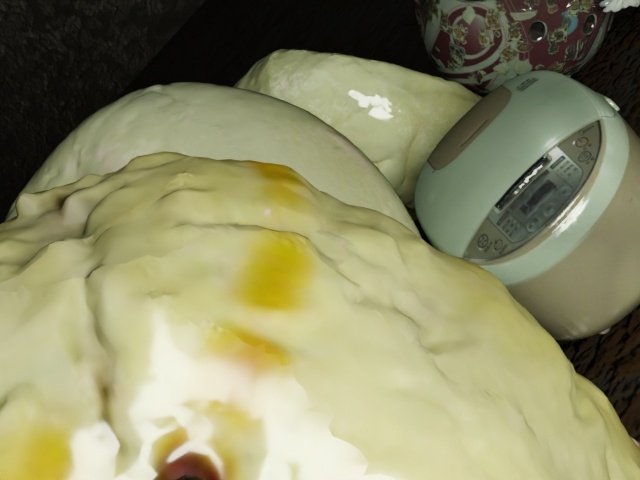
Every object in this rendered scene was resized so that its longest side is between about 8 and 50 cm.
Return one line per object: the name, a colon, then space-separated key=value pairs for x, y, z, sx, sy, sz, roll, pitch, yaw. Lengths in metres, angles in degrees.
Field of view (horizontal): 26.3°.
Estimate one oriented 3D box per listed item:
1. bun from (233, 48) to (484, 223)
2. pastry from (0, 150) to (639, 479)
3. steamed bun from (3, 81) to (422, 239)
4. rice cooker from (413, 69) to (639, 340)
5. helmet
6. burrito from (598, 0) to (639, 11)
bun: x=0.029 y=-0.068 z=1.066 sx=0.229 sy=0.229 sz=0.145 roll=-159 pitch=83 yaw=-71
pastry: x=-0.048 y=0.159 z=0.546 sx=0.388 sy=0.388 sz=0.312 roll=-47 pitch=2 yaw=4
steamed bun: x=-0.051 y=0.065 z=0.890 sx=0.233 sy=0.334 sz=0.312 roll=-6 pitch=-23 yaw=-44
rice cooker: x=0.140 y=-0.022 z=0.846 sx=0.145 sy=0.127 sz=0.206 roll=-45 pitch=15 yaw=8
helmet: x=0.155 y=-0.166 z=1.102 sx=0.153 sy=0.107 sz=0.177 roll=-7 pitch=21 yaw=-18
burrito: x=0.348 y=-0.254 z=0.852 sx=0.139 sy=0.101 sz=0.445 roll=-14 pitch=-12 yaw=-39
